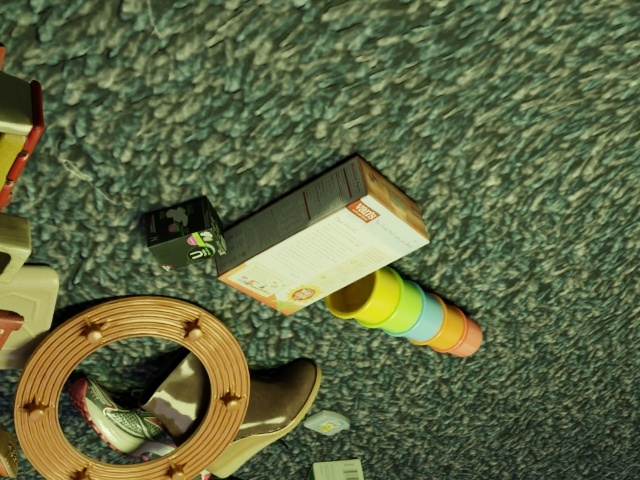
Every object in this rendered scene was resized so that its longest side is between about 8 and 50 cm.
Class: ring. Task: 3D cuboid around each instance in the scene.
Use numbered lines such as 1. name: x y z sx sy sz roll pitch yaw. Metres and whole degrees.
1. ring: -0.260 0.234 1.418 0.336 0.032 0.337 -9 117 -17

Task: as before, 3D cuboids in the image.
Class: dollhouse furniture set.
1. dollhouse furniture set: -0.347 -0.043 0.995 0.152 0.201 0.374 14 132 -34

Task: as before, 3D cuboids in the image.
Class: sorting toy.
1. sorting toy: -0.449 0.097 1.304 0.193 0.038 0.208 2 139 -21

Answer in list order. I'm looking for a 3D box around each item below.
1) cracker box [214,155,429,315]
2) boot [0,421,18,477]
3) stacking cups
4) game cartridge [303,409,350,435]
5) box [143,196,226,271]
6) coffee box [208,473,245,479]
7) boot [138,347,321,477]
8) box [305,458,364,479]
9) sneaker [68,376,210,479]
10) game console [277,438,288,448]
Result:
1. cracker box: 0.000 0.000 1.279 0.232 0.067 0.155 -28 144 23
2. boot: -0.539 0.335 1.604 0.084 0.059 0.158 -11 138 3
3. stacking cups: 0.136 0.099 1.466 0.096 0.096 0.316 -33 146 27
4. game cartridge: 0.015 0.330 1.815 0.056 0.017 0.083 -34 141 22
5. box: -0.165 -0.007 1.226 0.083 0.052 0.062 -16 145 6
6. coffee box: -0.213 0.463 1.761 0.141 0.098 0.246 5 174 -27
7. boot: -0.132 0.229 1.539 0.248 0.090 0.207 -44 120 -12
8. box: 0.031 0.500 1.991 0.101 0.101 0.087 -2 145 -14
9. sneaker: -0.269 0.282 1.581 0.299 0.121 0.112 37 88 -39
10. game console: -0.127 0.322 1.705 0.107 0.071 0.122 -20 145 10
